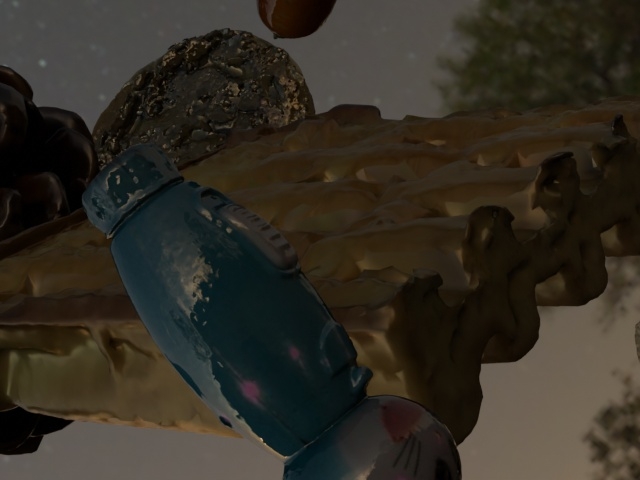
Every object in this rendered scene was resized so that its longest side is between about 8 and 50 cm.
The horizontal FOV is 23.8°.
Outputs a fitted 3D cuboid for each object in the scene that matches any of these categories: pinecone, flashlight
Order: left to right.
[{"bbox_3d":[-0.261,-0.001,1.040,0.242,0.298,0.296,-24,-16,7],"label":"pinecone"},{"bbox_3d":[-0.015,0.032,0.392,0.051,0.129,0.051,-42,-5,-4],"label":"flashlight"}]

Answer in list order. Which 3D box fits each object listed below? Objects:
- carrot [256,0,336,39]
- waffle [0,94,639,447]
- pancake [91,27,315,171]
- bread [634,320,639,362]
[{"bbox_3d":[0.006,-0.197,0.706,0.043,0.043,0.248,-33,-31,-40],"label":"carrot"},{"bbox_3d":[0.000,0.000,0.751,0.348,0.304,0.078,-30,-67,-51],"label":"waffle"},{"bbox_3d":[-0.133,-0.103,1.671,0.282,0.282,0.049,-49,-23,-3],"label":"pancake"},{"bbox_3d":[0.363,0.153,1.344,0.070,0.236,0.236,-22,-26,-9],"label":"bread"}]
